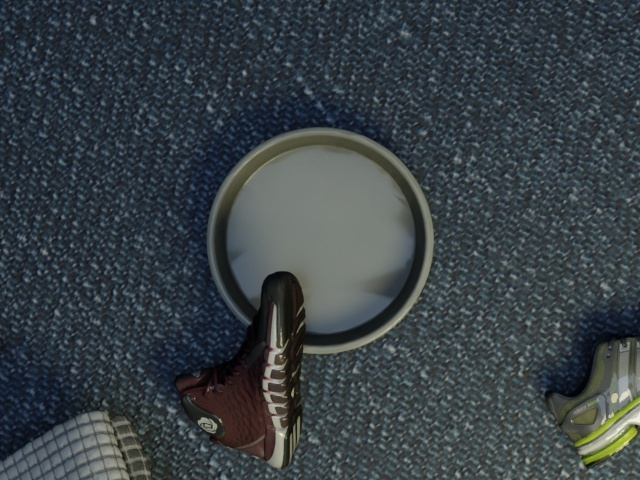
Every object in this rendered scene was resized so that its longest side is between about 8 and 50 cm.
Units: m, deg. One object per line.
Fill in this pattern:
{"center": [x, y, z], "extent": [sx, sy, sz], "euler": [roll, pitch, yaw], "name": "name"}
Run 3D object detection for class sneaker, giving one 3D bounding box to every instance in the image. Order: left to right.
{"center": [-0.109, 0.160, 1.765], "extent": [0.163, 0.106, 0.281], "euler": [9, 118, 13], "name": "sneaker"}
{"center": [0.413, 0.151, 1.778], "extent": [0.300, 0.111, 0.121], "euler": [-44, 84, -1], "name": "sneaker"}

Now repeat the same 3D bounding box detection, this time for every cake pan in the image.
{"center": [0.000, 0.000, 1.821], "extent": [0.293, 0.054, 0.293], "euler": [0, 89, 3], "name": "cake pan"}

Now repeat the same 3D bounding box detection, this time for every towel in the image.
{"center": [-0.320, 0.376, 1.731], "extent": [0.284, 0.121, 0.235], "euler": [-35, 60, 19], "name": "towel"}
